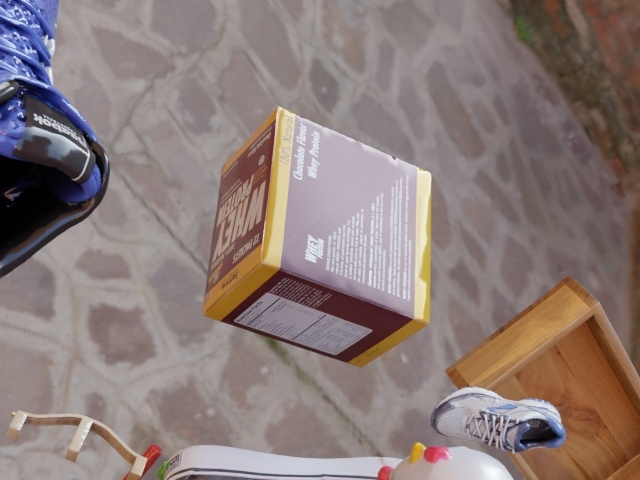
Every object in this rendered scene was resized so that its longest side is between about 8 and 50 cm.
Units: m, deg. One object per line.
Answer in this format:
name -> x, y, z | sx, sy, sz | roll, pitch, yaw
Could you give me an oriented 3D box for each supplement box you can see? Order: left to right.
supplement box -> 0.000, 0.000, 1.103 | 0.194, 0.129, 0.191 | 21, 54, -24

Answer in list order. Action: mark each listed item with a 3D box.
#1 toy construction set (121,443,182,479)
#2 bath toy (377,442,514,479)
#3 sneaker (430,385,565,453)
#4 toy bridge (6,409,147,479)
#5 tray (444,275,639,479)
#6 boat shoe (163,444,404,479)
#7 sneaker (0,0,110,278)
toy construction set -> -0.229, 0.515, 1.706 | 0.309, 0.237, 0.257 | 42, 9, 13
bath toy -> 0.025, 0.259, 0.803 | 0.348, 0.129, 0.151 | -31, 129, -44
sneaker -> 0.174, 0.176, 1.014 | 0.058, 0.135, 0.052 | -120, -145, -71
toy bridge -> -0.319, 0.261, 1.393 | 0.188, 0.026, 0.063 | 22, 37, -5
tray -> 0.347, 0.247, 1.448 | 0.411, 0.203, 0.076 | 52, 0, -39
boat shoe -> -0.002, 0.274, 1.037 | 0.306, 0.113, 0.105 | 13, 44, -17
sneaker -> -0.204, -0.079, 0.678 | 0.127, 0.182, 0.316 | 42, 51, -45
